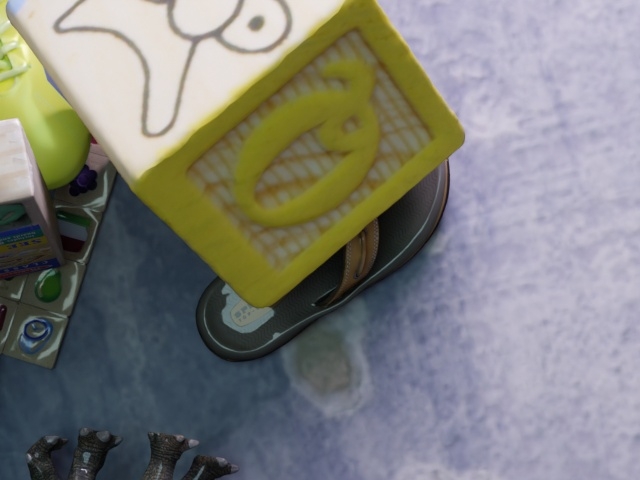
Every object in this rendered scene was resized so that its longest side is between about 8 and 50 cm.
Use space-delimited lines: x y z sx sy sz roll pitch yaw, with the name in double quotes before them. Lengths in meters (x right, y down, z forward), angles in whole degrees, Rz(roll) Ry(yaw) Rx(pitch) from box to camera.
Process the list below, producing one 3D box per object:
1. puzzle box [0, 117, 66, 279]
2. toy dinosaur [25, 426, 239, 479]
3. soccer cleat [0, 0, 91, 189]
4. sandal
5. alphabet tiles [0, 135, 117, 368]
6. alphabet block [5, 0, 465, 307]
"puzzle box" -0.374 0.016 1.231 0.409 0.272 0.052 -12 82 -5
"toy dinosaur" -0.144 0.213 1.294 0.313 0.121 0.160 6 74 8
"soccer cleat" -0.232 -0.175 1.363 0.093 0.121 0.289 -15 75 4
"sandal" 0.000 0.000 1.331 0.219 0.060 0.090 -37 77 3
"alphabet tiles" -0.273 -0.033 1.412 0.237 0.009 0.198 16 85 12
"alphabet block" -0.055 -0.109 1.262 0.192 0.193 0.197 -40 53 3
